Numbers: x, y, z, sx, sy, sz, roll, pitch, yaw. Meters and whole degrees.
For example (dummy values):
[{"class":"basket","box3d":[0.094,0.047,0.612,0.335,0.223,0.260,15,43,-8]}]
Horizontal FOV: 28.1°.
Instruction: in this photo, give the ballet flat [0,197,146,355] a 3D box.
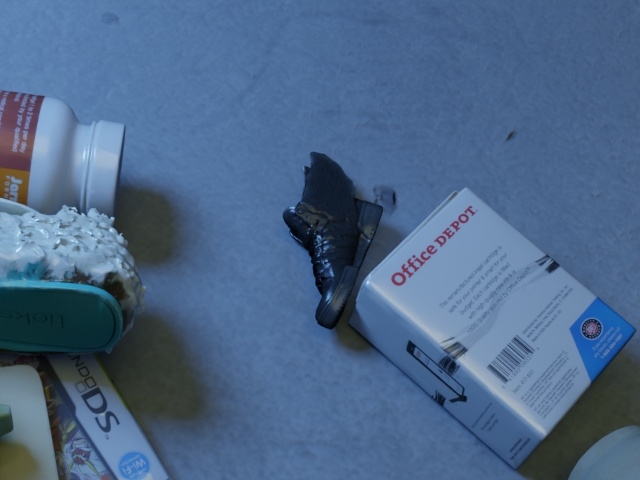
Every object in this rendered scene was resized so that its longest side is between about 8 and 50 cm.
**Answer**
[{"class":"ballet flat","box3d":[-0.345,0.019,1.012,0.408,0.147,0.147,5,60,-15]}]

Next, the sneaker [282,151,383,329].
[{"class":"sneaker","box3d":[0.001,-0.001,1.172,0.089,0.051,0.170,23,55,1]}]

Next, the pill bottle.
[{"class":"pill bottle","box3d":[-0.282,-0.071,1.108,0.216,0.121,0.121,7,60,-7]}]

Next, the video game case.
[{"class":"video game case","box3d":[-0.293,0.167,1.024,0.275,0.035,0.248,-26,70,-23]}]

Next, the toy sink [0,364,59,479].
[{"class":"toy sink","box3d":[-0.312,0.156,0.930,0.234,0.131,0.153,-8,64,-15]}]

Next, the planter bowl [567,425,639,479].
[{"class":"planter bowl","box3d":[0.271,0.222,1.054,0.162,0.162,0.109,-19,40,-21]}]

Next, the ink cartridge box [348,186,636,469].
[{"class":"ink cartridge box","box3d":[0.149,0.075,1.136,0.203,0.086,0.148,41,61,13]}]
